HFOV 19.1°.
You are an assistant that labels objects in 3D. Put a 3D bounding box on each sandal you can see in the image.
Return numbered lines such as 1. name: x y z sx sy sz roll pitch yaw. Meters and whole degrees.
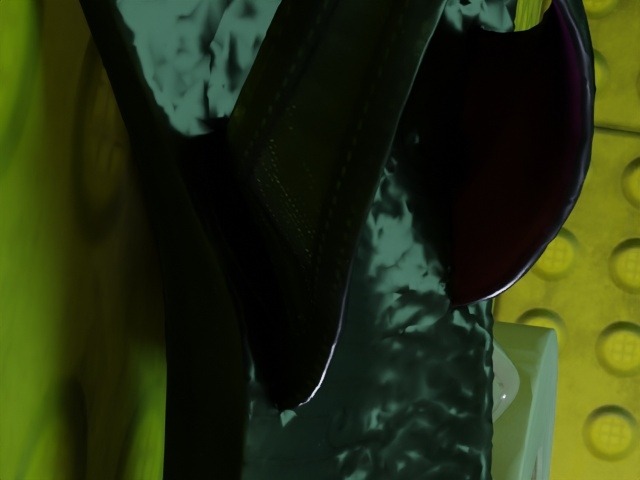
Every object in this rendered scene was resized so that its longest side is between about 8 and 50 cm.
1. sandal: 0.025 -0.019 0.583 0.167 0.107 0.446 -28 128 -34

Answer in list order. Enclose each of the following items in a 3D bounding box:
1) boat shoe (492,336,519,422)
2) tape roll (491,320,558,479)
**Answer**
1. boat shoe: 0.000 0.000 0.774 0.097 0.116 0.324 58 2 30
2. tape roll: 0.066 0.183 1.067 0.286 0.100 0.286 7 90 -80
